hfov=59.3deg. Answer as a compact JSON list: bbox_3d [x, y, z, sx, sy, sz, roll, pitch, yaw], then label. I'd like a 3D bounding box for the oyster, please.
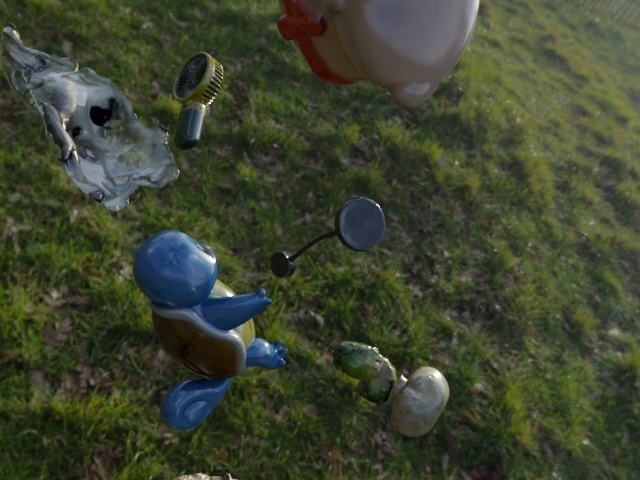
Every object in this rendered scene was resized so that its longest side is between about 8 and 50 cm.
[{"bbox_3d":[-0.189,-0.094,0.455,0.106,0.061,0.199,-6,50,-32],"label":"oyster"}]

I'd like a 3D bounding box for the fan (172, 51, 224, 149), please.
[{"bbox_3d":[-0.182,-0.199,0.817,0.082,0.155,0.039,-11,-27,38],"label":"fan"}]

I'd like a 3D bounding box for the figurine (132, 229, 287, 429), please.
[{"bbox_3d":[-0.221,0.159,1.091,0.243,0.416,0.298,-17,29,-30],"label":"figurine"}]

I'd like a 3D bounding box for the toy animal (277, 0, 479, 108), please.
[{"bbox_3d":[0.044,-0.208,0.485,0.171,0.171,0.198,15,15,-29],"label":"toy animal"}]

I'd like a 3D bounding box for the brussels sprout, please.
[{"bbox_3d":[0.050,0.138,0.592,0.083,0.051,0.046,50,26,-37],"label":"brussels sprout"}]

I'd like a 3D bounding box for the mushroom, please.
[{"bbox_3d":[0.217,0.361,1.279,0.127,0.166,0.166,29,20,13],"label":"mushroom"}]

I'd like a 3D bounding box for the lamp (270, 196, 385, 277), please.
[{"bbox_3d":[-0.024,0.007,1.265,0.109,0.371,0.130,-16,89,-46],"label":"lamp"}]

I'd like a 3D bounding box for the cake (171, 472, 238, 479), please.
[{"bbox_3d":[-0.247,0.724,1.229,0.307,0.314,0.293,26,10,28],"label":"cake"}]
